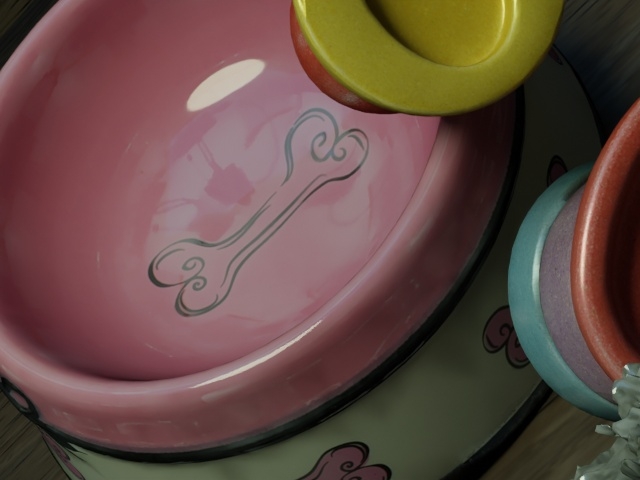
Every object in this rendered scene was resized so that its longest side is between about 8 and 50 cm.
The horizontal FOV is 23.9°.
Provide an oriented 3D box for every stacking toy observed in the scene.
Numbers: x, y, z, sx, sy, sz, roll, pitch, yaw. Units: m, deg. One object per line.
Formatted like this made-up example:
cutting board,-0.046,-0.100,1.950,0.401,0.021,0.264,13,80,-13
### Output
stacking toy,0.153,-0.082,0.721,0.279,0.309,0.130,-39,3,-13

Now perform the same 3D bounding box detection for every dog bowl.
dog bowl,-0.043,-0.029,0.902,0.408,0.150,0.408,-13,57,21

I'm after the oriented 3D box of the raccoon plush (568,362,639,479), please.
raccoon plush,0.205,0.076,0.336,0.299,0.216,0.446,-103,37,-78
